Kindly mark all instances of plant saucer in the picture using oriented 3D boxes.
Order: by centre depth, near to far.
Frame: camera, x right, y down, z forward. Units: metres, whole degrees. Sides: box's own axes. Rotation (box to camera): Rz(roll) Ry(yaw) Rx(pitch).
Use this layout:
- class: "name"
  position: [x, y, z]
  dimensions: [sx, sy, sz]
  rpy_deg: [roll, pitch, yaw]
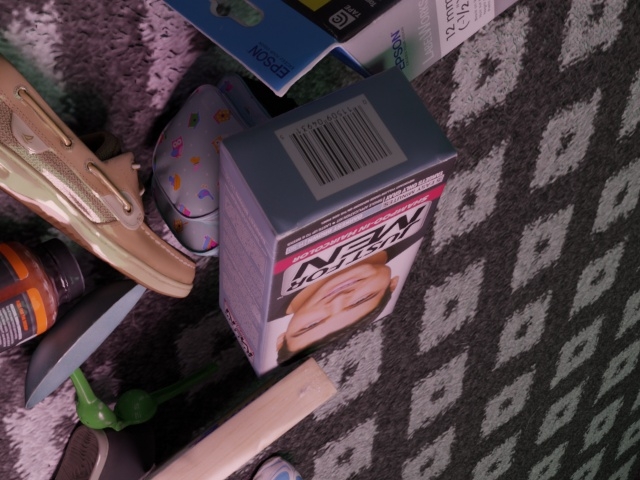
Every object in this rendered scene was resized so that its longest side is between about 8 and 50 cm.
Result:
- class: "plant saucer"
  position: [-0.270, 0.103, 1.128]
  dimensions: [0.195, 0.037, 0.195]
  rpy_deg: [-47, 179, -1]

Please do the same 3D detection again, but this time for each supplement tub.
- class: "supplement tub"
  position: [-0.343, 0.067, 1.031]
  dimensions: [0.198, 0.106, 0.106]
  rpy_deg: [-27, 139, -30]

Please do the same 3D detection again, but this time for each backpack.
- class: "backpack"
  position: [-0.102, -0.072, 1.128]
  dimensions: [0.144, 0.166, 0.188]
  rpy_deg: [-1, 135, -52]

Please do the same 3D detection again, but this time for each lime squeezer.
- class: "lime squeezer"
  position: [-0.256, 0.192, 1.314]
  dimensions: [0.310, 0.059, 0.110]
  rpy_deg: [21, 75, -53]

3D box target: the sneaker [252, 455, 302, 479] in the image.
- class: "sneaker"
  position: [-0.117, 0.472, 1.695]
  dimensions: [0.237, 0.086, 0.085]
  rpy_deg: [-54, 148, 6]

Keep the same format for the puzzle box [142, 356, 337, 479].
- class: "puzzle box"
  position: [-0.113, 0.251, 1.308]
  dimensions: [0.272, 0.052, 0.409]
  rpy_deg: [-36, 177, -6]

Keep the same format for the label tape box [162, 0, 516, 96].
- class: "label tape box"
  position: [0.026, -0.269, 1.012]
  dimensions: [0.347, 0.249, 0.115]
  rpy_deg: [-39, 146, -15]

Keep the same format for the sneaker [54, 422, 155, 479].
- class: "sneaker"
  position: [-0.301, 0.345, 1.362]
  dimensions: [0.118, 0.083, 0.222]
  rpy_deg: [9, 114, -53]

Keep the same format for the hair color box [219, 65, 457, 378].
- class: "hair color box"
  position: [0.000, 0.000, 1.036]
  dimensions: [0.185, 0.113, 0.374]
  rpy_deg: [-25, 160, -16]

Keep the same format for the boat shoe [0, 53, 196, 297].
- class: "boat shoe"
  position: [-0.226, -0.053, 1.009]
  dimensions: [0.110, 0.121, 0.341]
  rpy_deg: [-55, 135, -8]
